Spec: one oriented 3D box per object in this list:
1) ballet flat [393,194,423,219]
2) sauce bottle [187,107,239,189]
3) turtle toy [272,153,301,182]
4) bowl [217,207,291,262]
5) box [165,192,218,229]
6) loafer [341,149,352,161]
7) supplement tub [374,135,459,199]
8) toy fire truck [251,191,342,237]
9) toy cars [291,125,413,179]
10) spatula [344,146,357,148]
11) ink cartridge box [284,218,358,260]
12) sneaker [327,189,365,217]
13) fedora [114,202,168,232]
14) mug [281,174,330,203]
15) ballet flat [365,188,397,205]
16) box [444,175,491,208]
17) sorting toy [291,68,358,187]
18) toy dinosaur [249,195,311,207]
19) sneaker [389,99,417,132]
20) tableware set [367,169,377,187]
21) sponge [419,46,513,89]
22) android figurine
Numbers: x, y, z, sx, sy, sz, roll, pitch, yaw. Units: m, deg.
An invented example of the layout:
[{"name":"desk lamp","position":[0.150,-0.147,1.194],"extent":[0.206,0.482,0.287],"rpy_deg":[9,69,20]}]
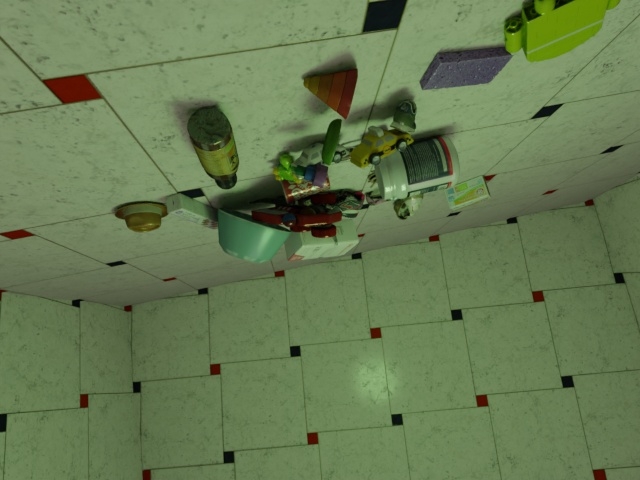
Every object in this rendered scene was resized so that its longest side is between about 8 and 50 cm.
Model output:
[{"name":"ballet flat","position":[0.455,-0.188,2.067],"extent":[0.123,0.123,0.348],"rpy_deg":[-11,167,-7]},{"name":"sauce bottle","position":[-0.289,-0.241,1.158],"extent":[0.111,0.111,0.344],"rpy_deg":[-11,168,-8]},{"name":"turtle toy","position":[-0.111,-0.246,1.388],"extent":[0.095,0.066,0.130],"rpy_deg":[10,167,8]},{"name":"bowl","position":[-0.289,-0.010,1.672],"extent":[0.312,0.163,0.311],"rpy_deg":[18,-175,-1]},{"name":"box","position":[-0.484,-0.109,1.617],"extent":[0.063,0.067,0.324],"rpy_deg":[-16,167,13]},{"name":"loafer","position":[0.115,-0.308,1.428],"extent":[0.125,0.039,0.045],"rpy_deg":[-13,-160,12]},{"name":"supplement tub","position":[0.347,-0.260,1.490],"extent":[0.272,0.191,0.191],"rpy_deg":[-13,167,1]},{"name":"toy fire truck","position":[-0.084,-0.095,1.567],"extent":[0.302,0.169,0.254],"rpy_deg":[14,-158,42]},{"name":"toy cars","position":[0.080,-0.286,1.258],"extent":[0.394,0.087,0.176],"rpy_deg":[-6,-144,26]},{"name":"spatula","position":[0.090,-0.307,1.381],"extent":[0.297,0.030,0.084],"rpy_deg":[-11,-154,18]},{"name":"ink cartridge box","position":[0.000,0.000,1.864],"extent":[0.283,0.117,0.207],"rpy_deg":[-5,161,-25]},{"name":"sneaker","position":[0.080,-0.171,1.810],"extent":[0.299,0.121,0.112],"rpy_deg":[-10,138,-50]},{"name":"fedora","position":[-0.665,-0.079,1.534],"extent":[0.194,0.079,0.194],"rpy_deg":[-12,166,-3]},{"name":"mug","position":[-0.060,-0.221,1.517],"extent":[0.169,0.113,0.150],"rpy_deg":[-16,-149,-3]},{"name":"ballet flat","position":[0.315,-0.224,1.901],"extent":[0.222,0.076,0.079],"rpy_deg":[-16,147,17]},{"name":"box","position":[0.770,-0.244,2.133],"extent":[0.203,0.114,0.103],"rpy_deg":[-21,165,27]},{"name":"sorting toy","position":[-0.010,-0.294,1.084],"extent":[0.126,0.127,0.365],"rpy_deg":[13,139,-7]},{"name":"toy dinosaur","position":[-0.177,-0.151,1.742],"extent":[0.268,0.064,0.118],"rpy_deg":[-8,151,-19]},{"name":"sneaker","position":[0.261,-0.372,1.211],"extent":[0.064,0.086,0.192],"rpy_deg":[26,-156,14]},{"name":"tableware set","position":[0.300,-0.271,1.731],"extent":[0.194,0.039,0.128],"rpy_deg":[-12,167,-3]},{"name":"sponge","position":[0.382,-0.451,1.076],"extent":[0.210,0.031,0.117],"rpy_deg":[-11,167,-11]},{"name":"android figurine","position":[0.556,-0.510,0.939],"extent":[0.248,0.056,0.273],"rpy_deg":[-19,165,24]}]
